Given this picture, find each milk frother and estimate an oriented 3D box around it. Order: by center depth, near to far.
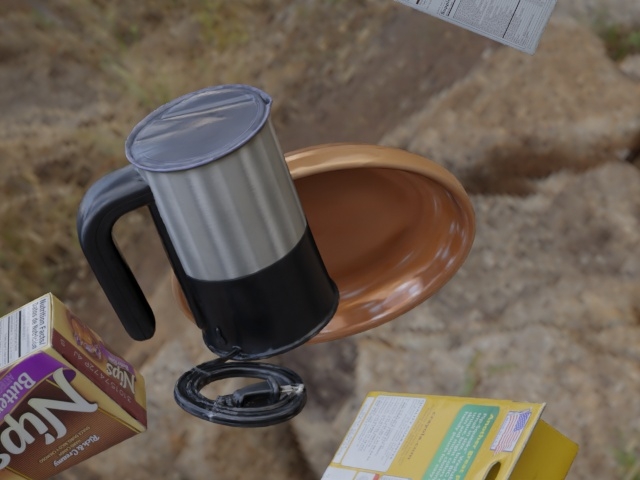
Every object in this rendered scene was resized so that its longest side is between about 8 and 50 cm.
[{"bbox_3d":[-0.050,0.012,0.921,0.129,0.135,0.143,-32,34,-17],"label":"milk frother"}]

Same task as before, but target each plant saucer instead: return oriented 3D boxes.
[{"bbox_3d":[0.000,0.000,1.098,0.200,0.200,0.037,-47,45,38],"label":"plant saucer"}]

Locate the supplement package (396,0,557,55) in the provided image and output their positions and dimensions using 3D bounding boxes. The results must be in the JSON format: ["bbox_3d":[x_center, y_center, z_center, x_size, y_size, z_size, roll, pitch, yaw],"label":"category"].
[{"bbox_3d":[0.151,-0.323,1.874,0.194,0.203,0.149,-117,49,-70],"label":"supplement package"}]

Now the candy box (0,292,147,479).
[{"bbox_3d":[-0.221,0.119,1.130,0.186,0.109,0.053,-26,43,17],"label":"candy box"}]

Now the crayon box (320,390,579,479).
[{"bbox_3d":[0.094,0.240,1.473,0.203,0.083,0.323,-60,19,-15],"label":"crayon box"}]
